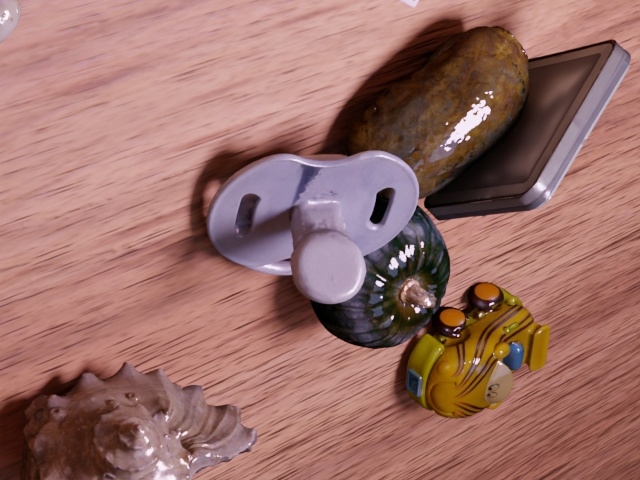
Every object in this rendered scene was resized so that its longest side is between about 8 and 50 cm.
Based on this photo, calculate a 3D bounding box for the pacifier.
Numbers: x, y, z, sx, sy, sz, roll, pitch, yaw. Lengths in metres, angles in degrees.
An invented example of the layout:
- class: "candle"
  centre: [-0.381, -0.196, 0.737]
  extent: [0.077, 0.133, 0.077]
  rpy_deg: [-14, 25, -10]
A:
- class: "pacifier"
  centre: [0.000, 0.000, 2.109]
  extent: [0.279, 0.207, 0.227]
  rpy_deg: [-3, 134, -18]

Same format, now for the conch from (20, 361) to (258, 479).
- class: "conch"
  centre: [-0.242, 0.259, 2.105]
  extent: [0.297, 0.210, 0.352]
  rpy_deg: [-15, 178, -24]

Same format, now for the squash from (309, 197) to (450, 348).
- class: "squash"
  centre: [0.081, 0.044, 2.316]
  extent: [0.218, 0.172, 0.218]
  rpy_deg: [-6, 113, -16]

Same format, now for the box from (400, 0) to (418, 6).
- class: "box"
  centre: [0.097, -0.431, 1.993]
  extent: [0.273, 0.048, 0.265]
  rpy_deg: [14, 110, -56]

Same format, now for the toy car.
- class: "toy car"
  centre: [0.259, 0.192, 2.706]
  extent: [0.248, 0.142, 0.200]
  rpy_deg: [-34, 142, -30]

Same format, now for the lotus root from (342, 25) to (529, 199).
- class: "lotus root"
  centre: [0.164, -0.167, 2.229]
  extent: [0.275, 0.152, 0.160]
  rpy_deg: [-45, 164, -8]

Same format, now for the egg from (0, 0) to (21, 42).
- class: "egg"
  centre: [-0.335, -0.218, 1.638]
  extent: [0.083, 0.071, 0.071]
  rpy_deg: [-48, 148, 0]

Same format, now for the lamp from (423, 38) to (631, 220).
- class: "lamp"
  centre: [0.275, -0.146, 2.278]
  extent: [0.047, 0.269, 0.266]
  rpy_deg: [41, 70, -20]
